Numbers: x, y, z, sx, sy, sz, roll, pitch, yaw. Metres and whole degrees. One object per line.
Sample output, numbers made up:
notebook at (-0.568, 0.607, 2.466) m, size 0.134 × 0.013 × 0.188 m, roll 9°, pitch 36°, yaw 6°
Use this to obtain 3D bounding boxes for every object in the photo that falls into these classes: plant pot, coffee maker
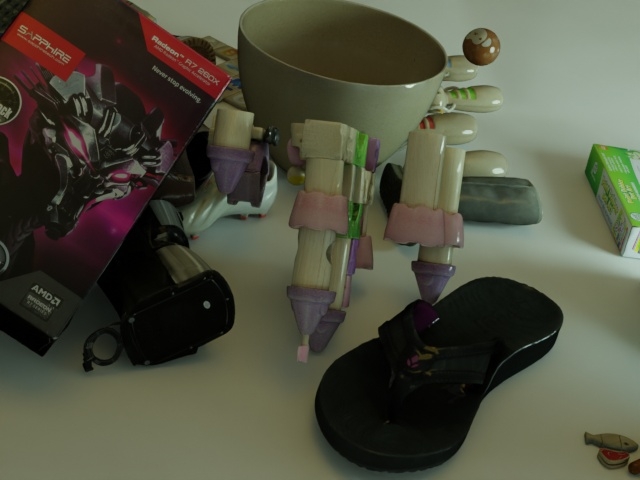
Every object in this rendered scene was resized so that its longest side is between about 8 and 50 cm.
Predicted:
plant pot at (0.015, -0.189, 2.169) m, size 0.284 × 0.191 × 0.284 m, roll 9°, pitch 30°, yaw -5°
coffee maker at (-0.203, 0.043, 1.752) m, size 0.171 × 0.120 × 0.178 m, roll -5°, pitch 33°, yaw -27°

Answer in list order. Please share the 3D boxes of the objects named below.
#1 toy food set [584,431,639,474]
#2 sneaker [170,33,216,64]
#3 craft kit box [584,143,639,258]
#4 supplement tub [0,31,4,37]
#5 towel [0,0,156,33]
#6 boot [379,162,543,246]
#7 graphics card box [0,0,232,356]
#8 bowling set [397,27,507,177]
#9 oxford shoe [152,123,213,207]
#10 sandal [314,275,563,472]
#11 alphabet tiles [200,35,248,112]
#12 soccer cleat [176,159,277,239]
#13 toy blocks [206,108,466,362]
toy food set at (0.354, 0.233, 1.736) m, size 0.122 × 0.019 × 0.078 m, roll 6°, pitch 30°, yaw -11°
sneaker at (-0.297, -0.216, 2.197) m, size 0.282 × 0.099 × 0.153 m, roll -27°, pitch 30°, yaw -30°
craft kit box at (0.521, -0.045, 2.254) m, size 0.246 × 0.061 × 0.250 m, roll 10°, pitch 29°, yaw -9°
supplement tub at (-0.431, -0.140, 1.846) m, size 0.325 × 0.235 × 0.235 m, roll 22°, pitch 30°, yaw 1°
towel at (-0.407, -0.240, 2.102) m, size 0.324 × 0.056 × 0.312 m, roll -43°, pitch 52°, yaw -16°
boot at (0.194, -0.040, 2.115) m, size 0.208 × 0.076 × 0.190 m, roll 13°, pitch 31°, yaw -14°
graphics card box at (-0.284, -0.092, 1.688) m, size 0.233 × 0.094 × 0.371 m, roll 35°, pitch 66°, yaw -8°
bowling set at (0.163, -0.218, 2.282) m, size 0.154 × 0.200 × 0.287 m, roll -3°, pitch 29°, yaw -20°
oxford shoe at (-0.190, -0.108, 1.983) m, size 0.132 × 0.130 × 0.364 m, roll 4°, pitch 23°, yaw 2°
sandal at (0.136, 0.115, 1.768) m, size 0.167 × 0.107 × 0.446 m, roll 25°, pitch 31°, yaw 21°
alphabet tiles at (-0.139, -0.241, 2.387) m, size 0.237 × 0.009 × 0.198 m, roll 27°, pitch 32°, yaw 26°
soccer cleat at (-0.135, -0.055, 1.993) m, size 0.196 × 0.076 × 0.068 m, roll -17°, pitch 40°, yaw -41°
toy blocks at (0.000, 0.000, 1.821) m, size 0.309 × 0.260 × 0.288 m, roll 8°, pitch 1°, yaw 11°
